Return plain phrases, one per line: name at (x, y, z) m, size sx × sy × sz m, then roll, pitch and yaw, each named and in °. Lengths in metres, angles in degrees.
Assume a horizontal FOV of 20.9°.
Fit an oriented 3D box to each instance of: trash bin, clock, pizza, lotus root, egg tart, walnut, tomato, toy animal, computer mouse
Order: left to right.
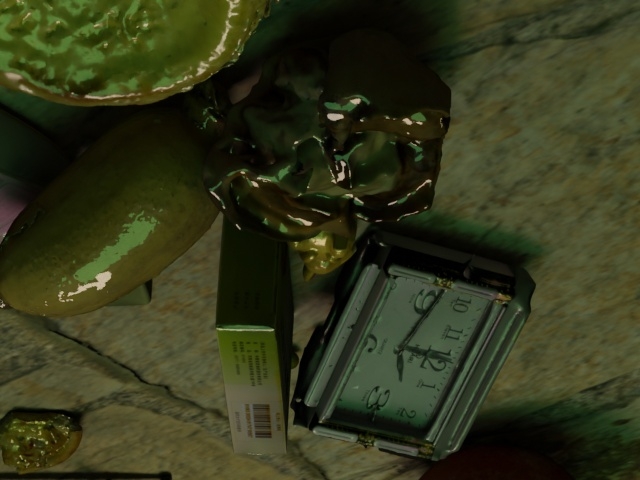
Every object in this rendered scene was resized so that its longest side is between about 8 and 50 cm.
computer mouse at (-0.370, -0.078, 1.613) m, size 0.158 × 0.071 × 0.310 m, roll -31°, pitch 143°, yaw 33°
pizza at (-0.356, 0.252, 2.139) m, size 0.099 × 0.035 × 0.160 m, roll 23°, pitch 140°, yaw -28°
egg tart at (-0.186, -0.229, 1.353) m, size 0.315 × 0.120 × 0.315 m, roll 2°, pitch 146°, yaw 2°
trash bin at (-0.210, 0.032, 1.805) m, size 0.061 × 0.043 × 0.092 m, roll -4°, pitch 147°, yaw 6°
lotus root at (-0.181, -0.026, 1.589) m, size 0.303 × 0.146 × 0.131 m, roll -40°, pitch 101°, yaw 13°
toy animal at (0.002, -0.003, 1.739) m, size 0.070 × 0.083 × 0.159 m, roll 11°, pitch 159°, yaw 4°
walnut at (0.018, -0.099, 1.526) m, size 0.238 × 0.141 × 0.204 m, roll -30°, pitch 147°, yaw 35°
clock at (0.095, 0.108, 1.825) m, size 0.186 × 0.083 × 0.253 m, roll 15°, pitch 117°, yaw -20°
tomato at (0.220, 0.371, 2.122) m, size 0.265 × 0.265 × 0.265 m, roll 1°, pitch 146°, yaw 0°

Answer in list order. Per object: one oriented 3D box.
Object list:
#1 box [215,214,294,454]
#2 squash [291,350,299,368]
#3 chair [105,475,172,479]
box at (-0.064, 0.082, 1.758) m, size 0.062 × 0.175 × 0.260 m, roll 1°, pitch 145°, yaw 2°
squash at (-0.061, 0.127, 1.956) m, size 0.083 × 0.027 × 0.027 m, roll 23°, pitch 140°, yaw -30°
chair at (-0.449, 0.498, 2.204) m, size 0.410 × 0.362 × 0.364 m, roll 13°, pitch 123°, yaw 4°
